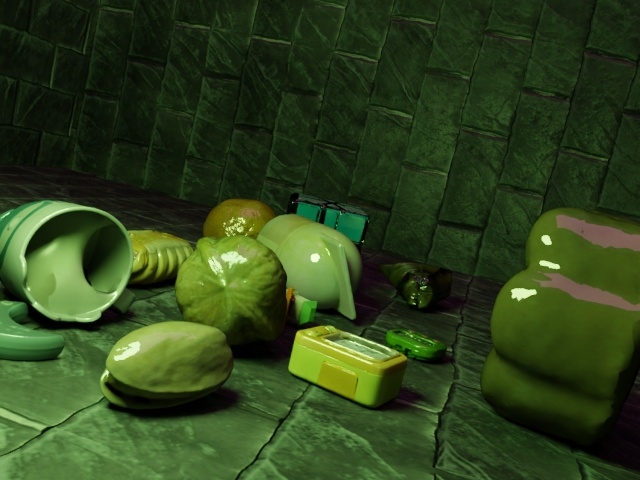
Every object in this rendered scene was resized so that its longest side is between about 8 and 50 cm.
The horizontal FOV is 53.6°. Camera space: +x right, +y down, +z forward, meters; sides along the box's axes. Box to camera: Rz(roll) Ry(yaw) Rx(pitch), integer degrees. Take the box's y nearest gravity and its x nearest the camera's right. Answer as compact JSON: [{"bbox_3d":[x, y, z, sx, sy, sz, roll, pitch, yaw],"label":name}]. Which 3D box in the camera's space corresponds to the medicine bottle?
[{"bbox_3d":[-0.016,0.070,1.832,0.235,0.236,0.406,9,8,-28],"label":"medicine bottle"}]

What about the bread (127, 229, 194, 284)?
[{"bbox_3d":[-0.455,0.047,1.662,0.172,0.121,0.311,19,9,19],"label":"bread"}]

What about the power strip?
[{"bbox_3d":[-0.535,0.145,1.066,0.216,0.044,0.137,20,11,42],"label":"power strip"}]

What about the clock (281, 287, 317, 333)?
[{"bbox_3d":[-0.160,0.137,1.565,0.219,0.106,0.255,6,11,-46],"label":"clock"}]

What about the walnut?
[{"bbox_3d":[-0.177,0.107,1.311,0.283,0.227,0.283,54,-4,6],"label":"walnut"}]

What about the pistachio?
[{"bbox_3d":[-0.233,0.191,0.979,0.135,0.136,0.226,19,15,40],"label":"pistachio"}]

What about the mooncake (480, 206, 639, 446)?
[{"bbox_3d":[0.514,0.158,1.260,0.262,0.467,0.467,20,10,29],"label":"mooncake"}]

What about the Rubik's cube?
[{"bbox_3d":[0.000,0.000,2.229,0.288,0.284,0.293,14,6,-5],"label":"Rubik's cube"}]

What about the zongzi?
[{"bbox_3d":[0.288,0.142,2.227,0.300,0.138,0.286,17,12,26],"label":"zongzi"}]

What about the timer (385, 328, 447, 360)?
[{"bbox_3d":[0.236,0.260,1.575,0.140,0.047,0.128,18,7,35],"label":"timer"}]

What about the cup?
[{"bbox_3d":[-0.504,0.050,1.280,0.257,0.219,0.290,12,-27,46],"label":"cup"}]

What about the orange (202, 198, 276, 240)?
[{"bbox_3d":[-0.257,-0.022,2.075,0.264,0.264,0.264,13,7,-2],"label":"orange"}]

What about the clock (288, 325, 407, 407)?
[{"bbox_3d":[0.053,0.238,1.228,0.202,0.096,0.143,18,5,28],"label":"clock"}]
